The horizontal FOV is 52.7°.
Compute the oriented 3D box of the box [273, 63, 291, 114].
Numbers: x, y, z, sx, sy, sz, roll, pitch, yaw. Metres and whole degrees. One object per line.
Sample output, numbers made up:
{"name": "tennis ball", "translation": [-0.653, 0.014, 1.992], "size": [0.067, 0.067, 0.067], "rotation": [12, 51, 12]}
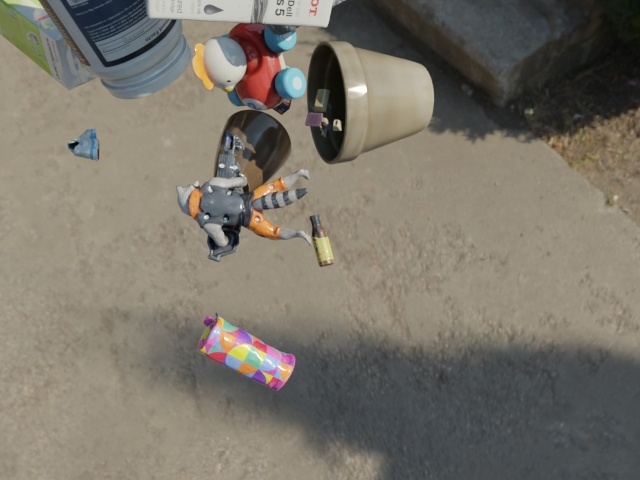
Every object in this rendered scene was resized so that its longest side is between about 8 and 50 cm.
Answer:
{"name": "box", "translation": [-0.179, -0.498, 1.913], "size": [0.044, 0.233, 0.159], "rotation": [-29, 41, 42]}

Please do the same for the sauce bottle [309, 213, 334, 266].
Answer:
{"name": "sauce bottle", "translation": [0.000, 0.000, 1.583], "size": [0.042, 0.042, 0.128], "rotation": [-15, 80, 2]}

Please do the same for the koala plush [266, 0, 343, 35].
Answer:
{"name": "koala plush", "translation": [-0.069, -0.560, 1.324], "size": [0.203, 0.221, 0.196], "rotation": [-44, 27, -29]}

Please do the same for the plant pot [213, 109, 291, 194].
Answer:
{"name": "plant pot", "translation": [-0.218, -0.226, 1.870], "size": [0.215, 0.215, 0.230], "rotation": [5, 43, 14]}

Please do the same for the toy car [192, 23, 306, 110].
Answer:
{"name": "toy car", "translation": [-0.199, -0.390, 1.486], "size": [0.219, 0.210, 0.238], "rotation": [5, 23, 44]}

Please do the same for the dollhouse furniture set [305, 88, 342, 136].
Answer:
{"name": "dollhouse furniture set", "translation": [0.024, -0.323, 1.651], "size": [0.091, 0.081, 0.114], "rotation": [6, 73, 18]}

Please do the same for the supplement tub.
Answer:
{"name": "supplement tub", "translation": [-0.350, -0.394, 1.074], "size": [0.191, 0.272, 0.191], "rotation": [-11, 49, 13]}

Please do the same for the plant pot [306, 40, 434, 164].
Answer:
{"name": "plant pot", "translation": [0.141, -0.377, 1.759], "size": [0.280, 0.323, 0.323], "rotation": [-7, 56, -18]}

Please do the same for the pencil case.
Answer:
{"name": "pencil case", "translation": [-0.177, 0.266, 1.538], "size": [0.236, 0.104, 0.104], "rotation": [33, 66, -14]}

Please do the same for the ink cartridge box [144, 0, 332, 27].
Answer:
{"name": "ink cartridge box", "translation": [-0.110, -0.423, 0.914], "size": [0.273, 0.198, 0.114], "rotation": [-4, 46, -19]}

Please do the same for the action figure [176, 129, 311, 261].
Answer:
{"name": "action figure", "translation": [-0.192, -0.126, 1.582], "size": [0.330, 0.178, 0.341], "rotation": [-2, 81, 0]}

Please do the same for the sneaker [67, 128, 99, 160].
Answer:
{"name": "sneaker", "translation": [-0.687, -0.282, 1.866], "size": [0.083, 0.071, 0.191], "rotation": [-1, 21, -23]}

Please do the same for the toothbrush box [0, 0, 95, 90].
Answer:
{"name": "toothbrush box", "translation": [-0.520, -0.459, 1.335], "size": [0.283, 0.122, 0.206], "rotation": [39, 57, 24]}
